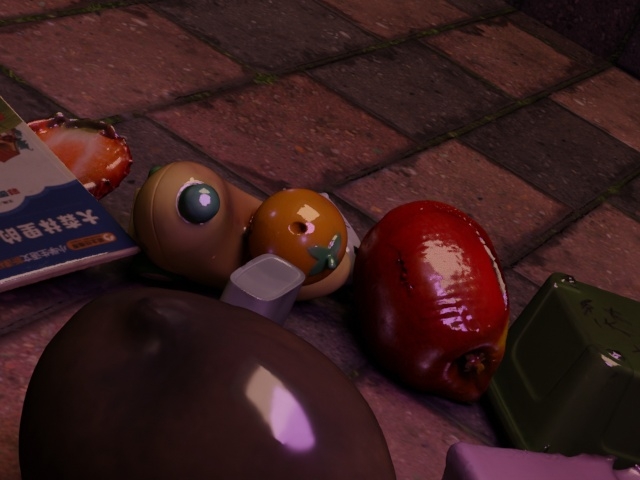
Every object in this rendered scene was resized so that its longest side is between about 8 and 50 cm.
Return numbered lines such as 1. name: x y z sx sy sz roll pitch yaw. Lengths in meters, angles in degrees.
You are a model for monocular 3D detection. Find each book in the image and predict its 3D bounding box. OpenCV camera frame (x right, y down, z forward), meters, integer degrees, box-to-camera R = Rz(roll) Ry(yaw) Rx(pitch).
1. book: -0.373 -0.057 1.753 0.228 0.018 0.322 -18 46 -37

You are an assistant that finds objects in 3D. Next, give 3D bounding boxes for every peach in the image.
1. peach: 0.124 0.039 1.893 0.159 0.154 0.267 10 51 -23

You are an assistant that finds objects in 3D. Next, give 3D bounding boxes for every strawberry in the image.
1. strawberry: -0.293 -0.073 1.867 0.147 0.082 0.187 8 36 11

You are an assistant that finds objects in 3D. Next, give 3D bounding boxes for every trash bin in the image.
1. trash bin: -0.079 0.090 1.683 0.059 0.130 0.116 31 24 12

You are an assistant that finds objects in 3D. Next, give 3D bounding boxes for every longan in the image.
1. longan: -0.097 0.187 1.301 0.350 0.288 0.288 30 22 29

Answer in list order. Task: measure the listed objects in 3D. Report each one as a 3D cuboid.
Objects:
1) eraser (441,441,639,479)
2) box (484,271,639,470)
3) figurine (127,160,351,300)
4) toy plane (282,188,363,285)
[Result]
1. eraser: 0.277 0.354 1.522 0.272 0.122 0.359 9 28 -31
2. box: 0.369 0.183 1.895 0.329 0.177 0.252 16 27 -22
3. figurine: -0.071 -0.006 1.808 0.222 0.124 0.324 -5 -18 42
4. toy plane: 0.002 -0.002 2.025 0.174 0.080 0.174 40 11 -10
